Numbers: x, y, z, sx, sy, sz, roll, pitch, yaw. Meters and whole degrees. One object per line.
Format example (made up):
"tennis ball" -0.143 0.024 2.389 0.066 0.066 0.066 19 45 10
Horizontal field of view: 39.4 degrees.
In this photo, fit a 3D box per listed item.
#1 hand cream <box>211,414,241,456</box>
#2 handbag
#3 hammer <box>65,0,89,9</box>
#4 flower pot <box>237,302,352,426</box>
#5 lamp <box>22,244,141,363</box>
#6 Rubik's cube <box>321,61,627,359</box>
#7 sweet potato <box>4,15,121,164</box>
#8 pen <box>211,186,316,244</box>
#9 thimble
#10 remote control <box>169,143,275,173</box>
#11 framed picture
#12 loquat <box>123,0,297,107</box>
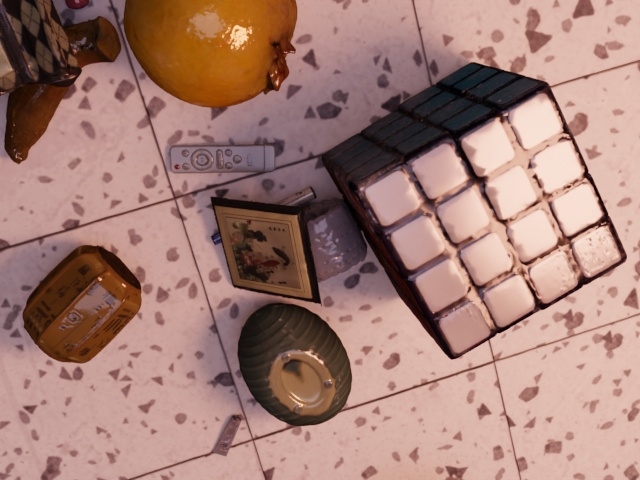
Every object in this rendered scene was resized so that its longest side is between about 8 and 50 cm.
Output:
"hand cream" -0.177 0.374 1.713 0.030 0.019 0.093 22 102 -13
"handbag" -0.600 -0.315 1.354 0.416 0.180 0.316 -24 99 1
"hammer" -0.402 -0.418 1.452 0.043 0.043 0.083 -14 105 -6
"flower pot" -0.046 0.227 1.625 0.189 0.157 0.243 -36 109 -1
"lamp" -0.406 0.109 1.533 0.185 0.161 0.161 -43 107 3
"Rubik's cube" 0.241 -0.064 1.503 0.337 0.344 0.343 -31 109 -2
"sweet potato" -0.438 -0.250 1.466 0.112 0.085 0.285 34 97 -21
"pen" -0.103 -0.043 1.612 0.204 0.025 0.025 -26 107 -1
"thimble" 0.000 0.001 1.574 0.127 0.151 0.117 -37 109 -31
"remote control" -0.172 -0.144 1.574 0.184 0.027 0.049 -1 104 -5
"framed picture" -0.096 0.018 1.552 0.195 0.010 0.199 8 124 29
"loquat" -0.163 -0.333 1.402 0.275 0.275 0.274 -2 105 -9
